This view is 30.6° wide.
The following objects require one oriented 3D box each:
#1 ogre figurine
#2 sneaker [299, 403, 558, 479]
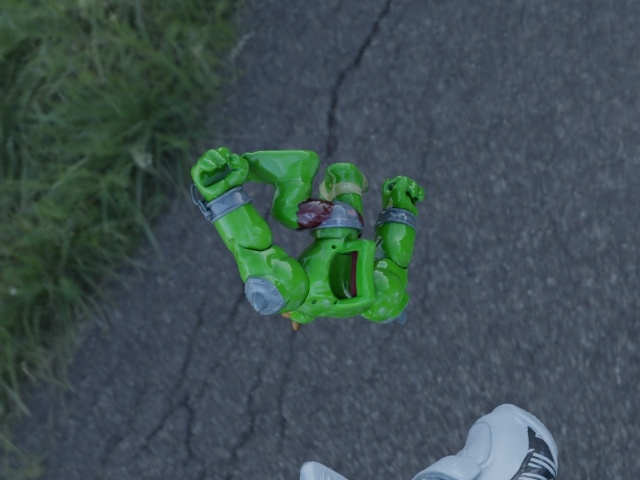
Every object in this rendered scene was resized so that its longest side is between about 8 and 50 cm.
[{"bbox_3d":[0.000,0.000,0.839,0.097,0.197,0.118,-18,69,29],"label":"ogre figurine"},{"bbox_3d":[0.075,0.240,1.017,0.210,0.137,0.366,29,38,1],"label":"sneaker"}]
